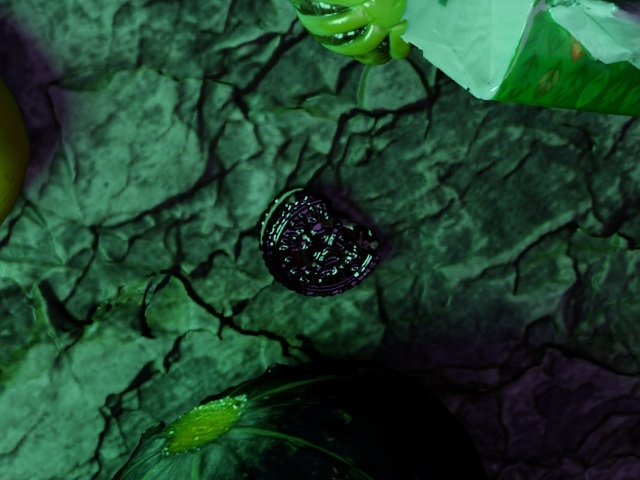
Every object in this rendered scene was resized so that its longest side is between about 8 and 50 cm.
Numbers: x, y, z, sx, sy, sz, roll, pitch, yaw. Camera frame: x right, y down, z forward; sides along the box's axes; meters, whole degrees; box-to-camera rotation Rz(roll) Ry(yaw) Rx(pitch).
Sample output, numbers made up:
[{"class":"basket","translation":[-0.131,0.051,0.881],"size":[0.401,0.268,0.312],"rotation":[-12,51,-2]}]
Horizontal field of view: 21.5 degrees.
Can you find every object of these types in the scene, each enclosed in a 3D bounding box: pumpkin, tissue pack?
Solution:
[{"class":"pumpkin","translation":[-0.005,0.232,1.150],"size":[0.296,0.296,0.296],"rotation":[-6,117,-11]},{"class":"tissue pack","translation":[0.189,-0.153,1.059],"size":[0.209,0.156,0.148],"rotation":[1,120,-41]}]

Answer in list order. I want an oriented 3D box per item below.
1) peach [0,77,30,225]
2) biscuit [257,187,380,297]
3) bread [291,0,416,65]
[{"class":"peach","translation":[-0.276,-0.054,1.059],"size":[0.179,0.103,0.179],"rotation":[-7,118,-14]},{"class":"biscuit","translation":[0.000,0.000,1.195],"size":[0.089,0.027,0.087],"rotation":[-8,118,-9]},{"class":"bread","translation":[0.042,-0.182,1.094],"size":[0.130,0.071,0.139],"rotation":[34,104,-30]}]
